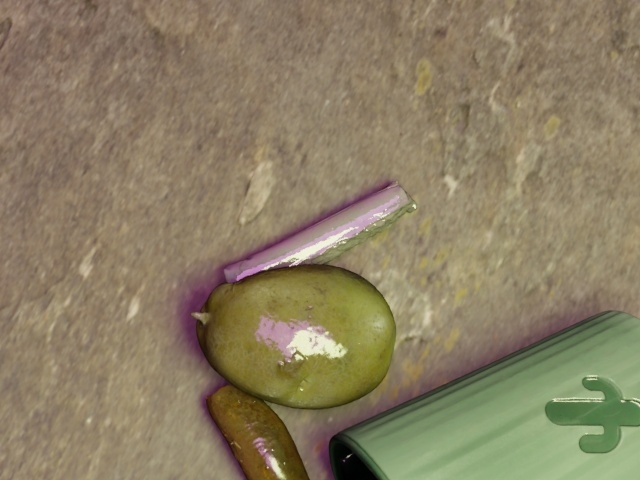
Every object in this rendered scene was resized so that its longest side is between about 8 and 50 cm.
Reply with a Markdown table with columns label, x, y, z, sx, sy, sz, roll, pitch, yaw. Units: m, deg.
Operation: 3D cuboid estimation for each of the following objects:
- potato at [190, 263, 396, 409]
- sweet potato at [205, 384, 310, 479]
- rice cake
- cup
| label | x | y | z | sx | sy | sz | roll | pitch | yaw |
| --- | --- | --- | --- | --- | --- | --- | --- | --- | --- |
| potato | -0.036 | 0.113 | 1.673 | 0.251 | 0.159 | 0.174 | 7 | 38 | -13 |
| sweet potato | -0.051 | 0.273 | 1.670 | 0.077 | 0.077 | 0.244 | -35 | 77 | -11 |
| rice cake | 0.000 | 0.000 | 1.758 | 0.269 | 0.049 | 0.055 | -27 | 64 | -8 |
| cup | 0.248 | 0.318 | 1.580 | 0.392 | 0.310 | 0.401 | -27 | 113 | -14 |
